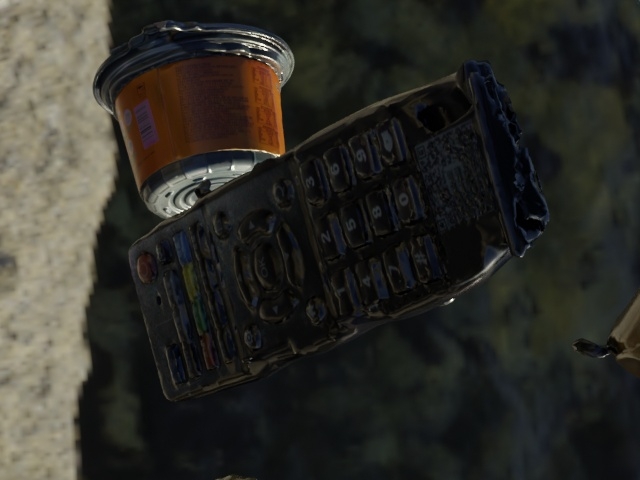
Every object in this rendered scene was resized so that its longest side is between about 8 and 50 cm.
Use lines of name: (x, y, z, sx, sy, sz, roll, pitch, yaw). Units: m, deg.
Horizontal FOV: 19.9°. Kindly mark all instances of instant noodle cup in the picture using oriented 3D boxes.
instant noodle cup: (-0.100, -0.093, 1.582, 0.208, 0.177, 0.126, 25, 48, -58)

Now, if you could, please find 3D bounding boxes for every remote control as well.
remote control: (0.000, 0.000, 1.167, 0.062, 0.399, 0.145, -8, 80, -36)

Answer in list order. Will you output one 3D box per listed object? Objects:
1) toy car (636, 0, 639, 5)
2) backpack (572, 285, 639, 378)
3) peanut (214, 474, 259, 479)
toy car: (0.353, -0.280, 1.607, 0.255, 0.188, 0.190, 77, 4, -54)
backpack: (0.389, 0.023, 1.459, 0.201, 0.378, 0.353, 55, 5, 7)
peanut: (-0.043, 0.252, 1.484, 0.093, 0.194, 0.083, -2, 109, -26)
